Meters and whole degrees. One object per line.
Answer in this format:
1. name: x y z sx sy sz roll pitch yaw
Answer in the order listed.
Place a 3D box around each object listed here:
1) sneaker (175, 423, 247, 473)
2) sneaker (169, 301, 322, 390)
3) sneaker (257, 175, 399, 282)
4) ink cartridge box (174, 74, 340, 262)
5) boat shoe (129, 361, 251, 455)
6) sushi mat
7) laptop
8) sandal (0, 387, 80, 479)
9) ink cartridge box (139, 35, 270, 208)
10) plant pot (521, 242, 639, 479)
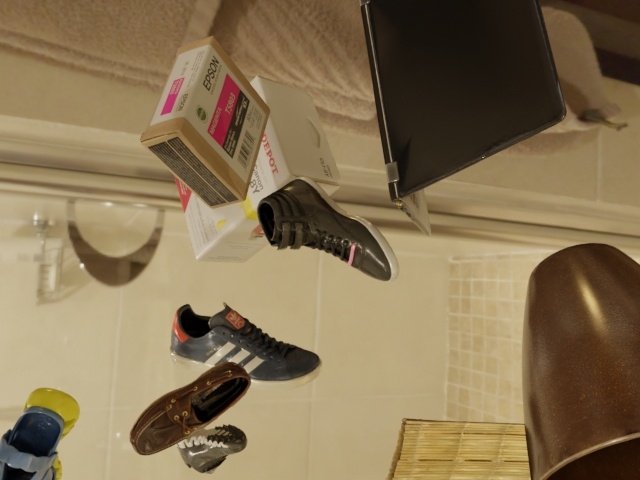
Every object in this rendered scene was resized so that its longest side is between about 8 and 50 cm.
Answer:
1. sneaker: -0.250 0.496 1.316 0.234 0.078 0.106 -14 95 36
2. sneaker: -0.167 0.217 1.207 0.131 0.349 0.148 -58 -27 -67
3. sneaker: 0.000 0.000 1.017 0.295 0.146 0.105 41 139 27
4. ink cartridge box: -0.166 -0.156 1.335 0.384 0.160 0.279 -36 62 36
5. boat shoe: -0.204 0.265 0.881 0.073 0.207 0.073 61 160 -20
6. sushi mat: 0.257 0.326 0.830 0.019 0.316 0.152 -108 26 -63
7. laptop: 0.203 -0.249 0.855 0.408 0.236 0.382 28 -127 -66
8. sandal: -0.557 0.423 1.049 0.138 0.126 0.318 -78 11 -61
9. ink cartridge box: -0.193 -0.208 0.996 0.088 0.193 0.235 -9 54 28
10. plant pot: 0.288 0.121 0.545 0.231 0.215 0.215 -90 20 -45
